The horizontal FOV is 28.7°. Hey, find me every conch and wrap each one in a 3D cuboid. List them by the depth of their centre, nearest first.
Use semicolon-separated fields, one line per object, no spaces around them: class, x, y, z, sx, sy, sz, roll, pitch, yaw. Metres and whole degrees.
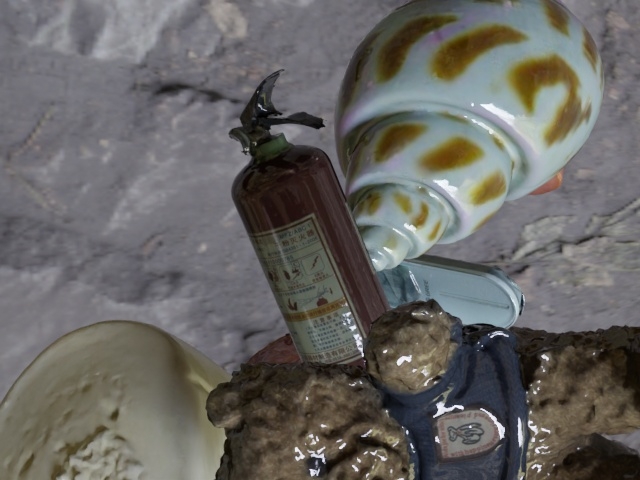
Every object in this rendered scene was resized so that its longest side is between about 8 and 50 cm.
conch;0.137;-0.115;1.219;0.249;0.197;0.368;27;85;0

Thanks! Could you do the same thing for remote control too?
remote control;0.181;0.070;1.846;0.247;0.052;0.104;11;131;29

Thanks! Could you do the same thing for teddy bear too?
teddy bear;0.075;0.095;0.584;0.251;0.129;0.181;-1;113;10

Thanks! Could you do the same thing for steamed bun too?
steamed bun;-0.102;0.186;0.713;0.155;0.200;0.250;-11;64;17

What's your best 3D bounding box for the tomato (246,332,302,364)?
tomato;-0.009;0.213;2.010;0.237;0.236;0.095;-16;112;28

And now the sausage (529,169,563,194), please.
sausage;0.309;-0.199;1.875;0.114;0.113;0.259;-11;58;28

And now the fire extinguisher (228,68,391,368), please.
fire extinguisher;0.000;0.000;0.814;0.099;0.071;0.231;-2;114;53
